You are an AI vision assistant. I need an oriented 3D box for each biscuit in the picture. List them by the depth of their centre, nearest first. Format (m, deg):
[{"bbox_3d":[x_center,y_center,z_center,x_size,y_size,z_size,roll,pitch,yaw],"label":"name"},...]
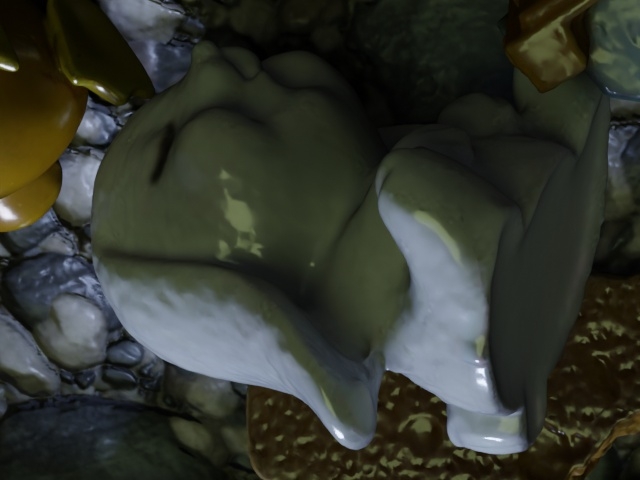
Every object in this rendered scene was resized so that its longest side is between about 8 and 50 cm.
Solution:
[{"bbox_3d":[0.112,0.093,0.957,0.319,0.047,0.183,-26,84,9],"label":"biscuit"}]

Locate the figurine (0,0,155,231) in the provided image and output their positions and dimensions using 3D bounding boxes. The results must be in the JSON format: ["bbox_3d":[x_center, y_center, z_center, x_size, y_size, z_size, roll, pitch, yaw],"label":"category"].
[{"bbox_3d":[-0.233,-0.060,0.922,0.215,0.215,0.228,26,103,-2],"label":"figurine"}]

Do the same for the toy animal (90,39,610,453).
[{"bbox_3d":[0.000,0.000,0.858,0.265,0.272,0.206,8,118,22],"label":"toy animal"}]

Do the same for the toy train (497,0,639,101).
[{"bbox_3d":[0.221,-0.221,0.745,0.369,0.163,0.231,-33,106,22],"label":"toy train"}]
